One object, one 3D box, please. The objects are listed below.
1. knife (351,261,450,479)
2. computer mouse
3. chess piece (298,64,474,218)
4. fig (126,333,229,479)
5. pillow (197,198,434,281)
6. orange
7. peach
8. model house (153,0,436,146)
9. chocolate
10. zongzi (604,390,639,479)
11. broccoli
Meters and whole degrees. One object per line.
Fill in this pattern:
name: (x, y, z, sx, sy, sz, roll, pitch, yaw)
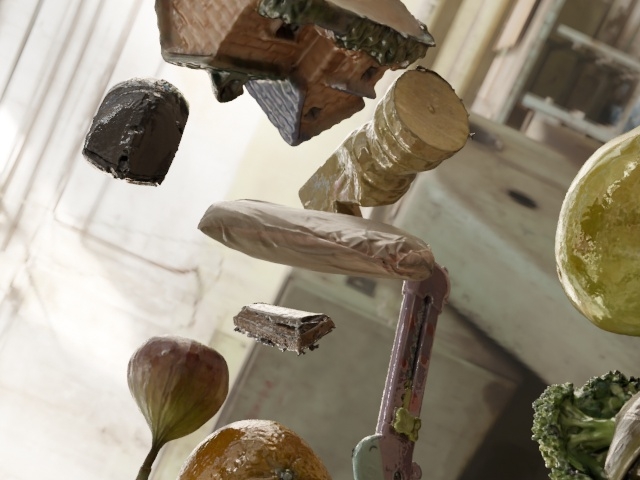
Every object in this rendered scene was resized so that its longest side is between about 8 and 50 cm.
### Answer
knife: (0.126, 0.185, 1.485, 0.038, 0.132, 0.398, -18, 45, 40)
computer mouse: (-0.245, -0.164, 1.453, 0.073, 0.122, 0.217, 111, 174, -48)
chess piece: (0.069, -0.101, 1.461, 0.301, 0.137, 0.137, -42, 19, 45)
fig: (-0.223, 0.257, 1.604, 0.143, 0.160, 0.230, 17, -104, -74)
pillow: (0.000, 0.000, 1.197, 0.173, 0.270, 0.067, -114, 35, -84)
orange: (-0.095, 0.394, 1.573, 0.264, 0.264, 0.264, -156, 90, -89)
peach: (0.503, -0.012, 1.552, 0.281, 0.314, 0.315, 13, -97, -54)
model house: (-0.039, -0.176, 0.910, 0.172, 0.166, 0.183, -46, -31, 26)
chocolate: (-0.078, 0.159, 2.047, 0.102, 0.065, 0.329, -26, 13, -23)
zongzi: (0.403, 0.151, 0.779, 0.300, 0.286, 0.138, -51, -17, 15)
broccoli: (0.467, 0.328, 1.598, 0.260, 0.288, 0.235, -53, -42, -78)
